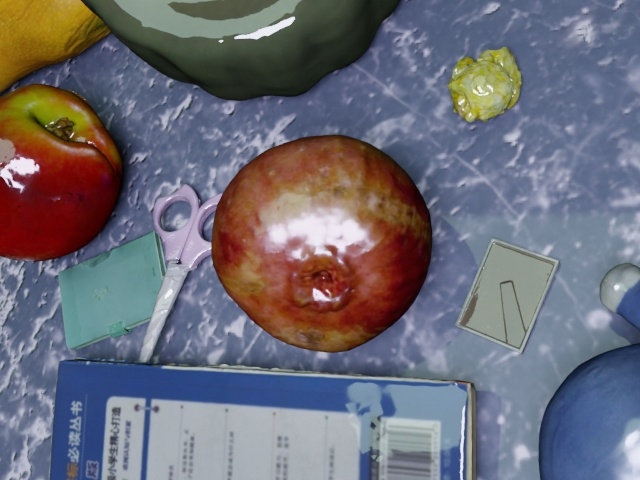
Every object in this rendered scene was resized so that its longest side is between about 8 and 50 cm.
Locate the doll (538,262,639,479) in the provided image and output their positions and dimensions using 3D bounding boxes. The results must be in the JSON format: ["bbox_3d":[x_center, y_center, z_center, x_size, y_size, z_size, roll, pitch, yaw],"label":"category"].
[{"bbox_3d":[0.275,0.124,0.511,0.228,0.154,0.258,35,98,25],"label":"doll"}]

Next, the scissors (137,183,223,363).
[{"bbox_3d":[-0.154,0.039,0.778,0.110,0.021,0.212,11,73,20],"label":"scissors"}]

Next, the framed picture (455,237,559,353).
[{"bbox_3d":[0.166,0.048,0.650,0.066,0.006,0.089,21,84,28],"label":"framed picture"}]

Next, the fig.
[{"bbox_3d":[0.000,-0.001,0.653,0.205,0.205,0.205,-7,72,23],"label":"fig"}]

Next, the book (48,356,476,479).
[{"bbox_3d":[-0.075,0.265,0.657,0.428,0.039,0.300,-1,83,24],"label":"book"}]

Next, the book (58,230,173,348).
[{"bbox_3d":[-0.232,0.059,0.821,0.135,0.017,0.103,-22,67,14],"label":"book"}]

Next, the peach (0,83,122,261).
[{"bbox_3d":[-0.318,-0.064,0.813,0.197,0.197,0.197,-7,72,23],"label":"peach"}]

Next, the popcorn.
[{"bbox_3d":[0.157,-0.145,0.685,0.083,0.059,0.068,-42,30,-18],"label":"popcorn"}]

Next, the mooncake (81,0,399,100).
[{"bbox_3d":[-0.087,-0.312,0.743,0.351,0.187,0.351,-1,86,7],"label":"mooncake"}]

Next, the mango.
[{"bbox_3d":[-0.358,-0.306,0.919,0.359,0.144,0.187,-24,64,19],"label":"mango"}]
